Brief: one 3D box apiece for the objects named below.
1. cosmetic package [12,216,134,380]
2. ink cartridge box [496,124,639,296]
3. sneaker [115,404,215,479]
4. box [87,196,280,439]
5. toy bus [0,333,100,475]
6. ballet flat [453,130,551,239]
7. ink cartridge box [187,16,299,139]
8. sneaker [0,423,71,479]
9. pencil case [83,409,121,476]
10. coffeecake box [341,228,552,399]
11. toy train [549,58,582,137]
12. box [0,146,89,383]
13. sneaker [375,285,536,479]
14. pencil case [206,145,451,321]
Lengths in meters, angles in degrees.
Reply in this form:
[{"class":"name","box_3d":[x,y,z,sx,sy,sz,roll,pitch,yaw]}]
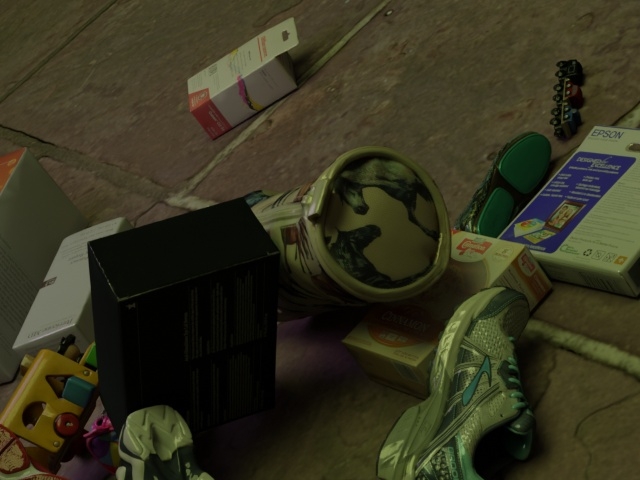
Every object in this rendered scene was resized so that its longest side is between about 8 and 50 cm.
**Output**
[{"class":"cosmetic package","box_3d":[-0.324,0.081,2.297,0.117,0.085,0.231,-20,31,27]},{"class":"ink cartridge box","box_3d":[0.321,-0.038,1.821,0.208,0.045,0.206,-48,31,-19]},{"class":"sneaker","box_3d":[-0.162,0.311,1.793,0.094,0.153,0.235,-16,59,-29]},{"class":"box","box_3d":[-0.149,0.097,1.833,0.184,0.261,0.103,-19,49,-21]},{"class":"toy bus","box_3d":[-0.314,0.177,2.008,0.191,0.104,0.202,-64,-2,15]},{"class":"ballet flat","box_3d":[0.207,-0.055,1.957,0.070,0.070,0.188,-4,39,44]},{"class":"ink cartridge box","box_3d":[-0.105,-0.251,2.573,0.198,0.067,0.115,-31,29,12]},{"class":"sneaker","box_3d":[-0.336,0.295,1.922,0.221,0.128,0.087,33,70,28]},{"class":"pencil case","box_3d":[-0.197,0.176,2.001,0.104,0.104,0.236,-16,33,32]},{"class":"coffeecake box","box_3d":[0.137,0.080,1.819,0.185,0.068,0.142,-46,29,-19]},{"class":"toy train","box_3d":[0.307,-0.176,2.064,0.036,0.027,0.158,-10,36,20]},{"class":"box","box_3d":[-0.518,0.055,2.455,0.215,0.168,0.345,-19,33,29]},{"class":"sneaker","box_3d":[0.166,0.167,1.655,0.122,0.110,0.283,8,51,29]},{"class":"pencil case","box_3d":[0.000,0.000,1.854,0.410,0.184,0.160,163,117,-70]}]
